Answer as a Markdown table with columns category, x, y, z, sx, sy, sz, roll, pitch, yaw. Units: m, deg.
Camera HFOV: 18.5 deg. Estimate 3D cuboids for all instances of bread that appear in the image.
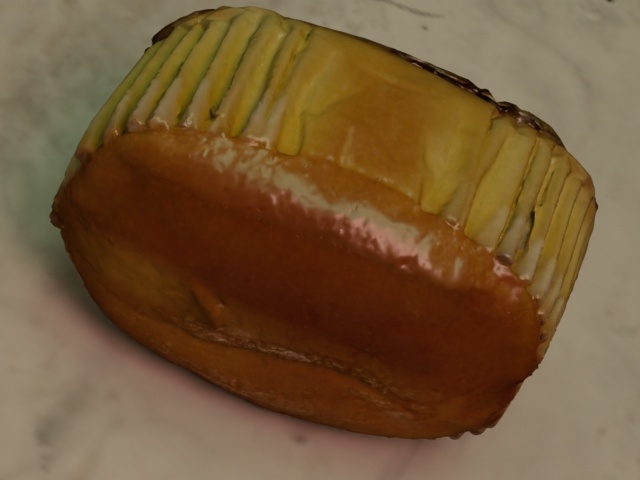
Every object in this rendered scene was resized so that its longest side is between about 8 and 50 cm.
| category | x | y | z | sx | sy | sz | roll | pitch | yaw |
| --- | --- | --- | --- | --- | --- | --- | --- | --- | --- |
| bread | 0.000 | 0.000 | 0.730 | 0.190 | 0.132 | 0.114 | 24 | 47 | 1 |
